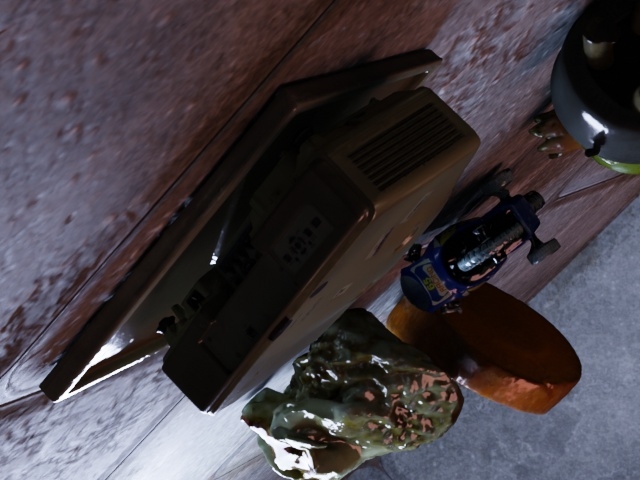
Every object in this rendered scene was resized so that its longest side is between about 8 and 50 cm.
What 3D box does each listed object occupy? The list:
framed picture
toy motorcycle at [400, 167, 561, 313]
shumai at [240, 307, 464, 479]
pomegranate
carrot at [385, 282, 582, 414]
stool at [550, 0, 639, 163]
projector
[{"bbox_3d":[-0.057,-0.014,1.246,0.324,0.020,0.240,-49,167,30],"label":"framed picture"},{"bbox_3d":[0.181,0.008,1.941,0.169,0.113,0.315,-35,180,16],"label":"toy motorcycle"},{"bbox_3d":[0.034,0.204,1.959,0.218,0.189,0.256,-42,164,-11],"label":"shumai"},{"bbox_3d":[0.323,-0.142,1.790,0.205,0.159,0.159,-18,-174,36],"label":"pomegranate"},{"bbox_3d":[0.213,0.140,2.168,0.100,0.258,0.307,-62,172,15],"label":"carrot"},{"bbox_3d":[0.305,-0.186,1.579,0.139,0.153,0.228,94,2,-70],"label":"stool"},{"bbox_3d":[0.000,0.000,1.212,0.193,0.088,0.269,-34,167,-46],"label":"projector"}]
